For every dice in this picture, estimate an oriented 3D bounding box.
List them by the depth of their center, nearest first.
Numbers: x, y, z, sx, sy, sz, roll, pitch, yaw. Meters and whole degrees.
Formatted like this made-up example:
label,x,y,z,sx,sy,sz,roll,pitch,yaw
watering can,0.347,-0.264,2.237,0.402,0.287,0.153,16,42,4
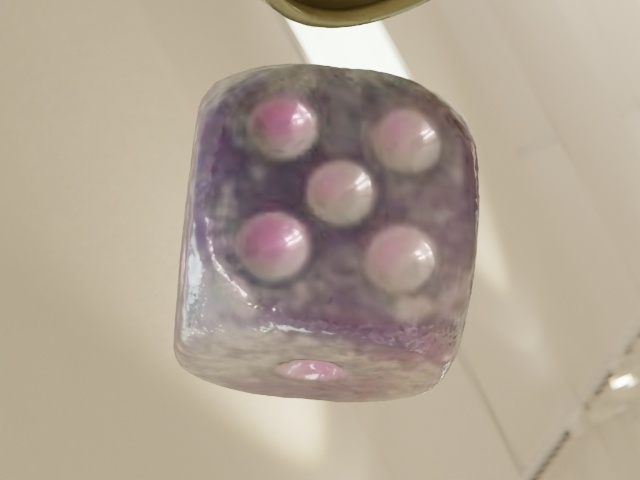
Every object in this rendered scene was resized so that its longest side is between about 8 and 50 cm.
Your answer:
label,x,y,z,sx,sy,sz,roll,pitch,yaw
dice,0.000,0.000,1.537,0.270,0.270,0.271,112,164,-69

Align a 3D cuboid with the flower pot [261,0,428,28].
label,x,y,z,sx,sy,sz,roll,pitch,yaw
flower pot,0.016,-0.326,1.078,0.244,0.307,0.307,56,-162,24
